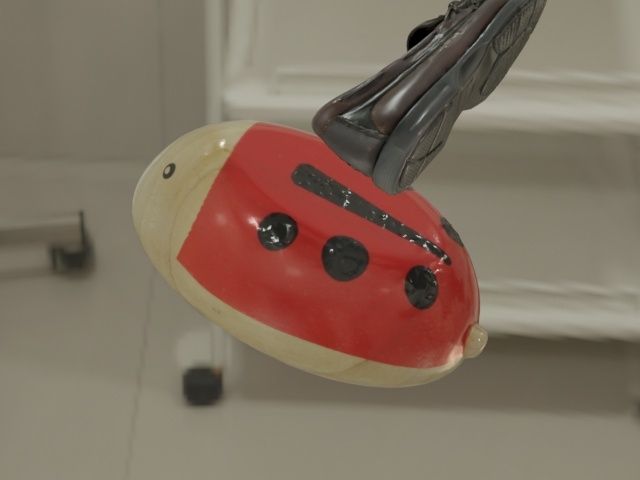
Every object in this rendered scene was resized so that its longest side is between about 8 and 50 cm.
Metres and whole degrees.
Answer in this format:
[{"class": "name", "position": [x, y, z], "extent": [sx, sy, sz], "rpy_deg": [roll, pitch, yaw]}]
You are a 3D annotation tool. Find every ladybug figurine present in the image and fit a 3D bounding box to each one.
[{"class": "ladybug figurine", "position": [0.000, 0.000, 2.168], "extent": [0.449, 0.162, 0.305], "rpy_deg": [27, 44, 3]}]

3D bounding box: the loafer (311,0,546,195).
[{"class": "loafer", "position": [0.100, -0.156, 1.607], "extent": [0.095, 0.109, 0.302], "rpy_deg": [29, 47, 12]}]
